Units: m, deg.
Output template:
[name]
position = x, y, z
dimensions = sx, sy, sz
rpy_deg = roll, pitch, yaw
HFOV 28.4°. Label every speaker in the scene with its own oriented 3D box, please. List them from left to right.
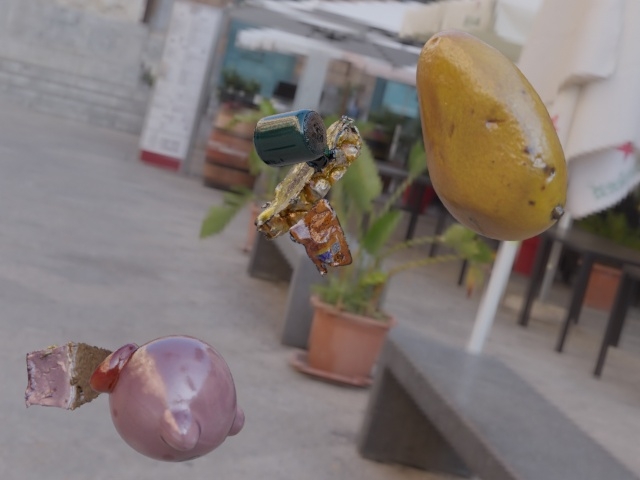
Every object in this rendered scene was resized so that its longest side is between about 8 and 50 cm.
[speaker]
position = -0.025, -0.115, 1.441
dimensions = 0.075, 0.060, 0.094
rpy_deg = -7, -7, 30

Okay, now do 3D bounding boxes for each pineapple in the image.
[pineapple]
position = -0.013, -0.080, 1.696
dimensions = 0.047, 0.221, 0.221
rpy_deg = 40, 4, -10

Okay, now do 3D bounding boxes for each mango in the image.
[mango]
position = 0.160, -0.104, 1.264
dimensions = 0.109, 0.227, 0.147
rpy_deg = -20, -12, -39

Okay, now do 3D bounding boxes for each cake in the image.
[cake]
position = -0.427, 0.223, 2.254
dimensions = 0.116, 0.112, 0.295
rpy_deg = -4, 2, 12

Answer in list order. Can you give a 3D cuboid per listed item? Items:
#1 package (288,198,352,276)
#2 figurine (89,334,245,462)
[package]
position = 0.001, 0.000, 1.942
dimensions = 0.077, 0.110, 0.033
rpy_deg = -24, 15, 10
[figurine]
position = -0.189, 0.207, 1.642
dimensions = 0.173, 0.173, 0.173
rpy_deg = 13, 8, -2
